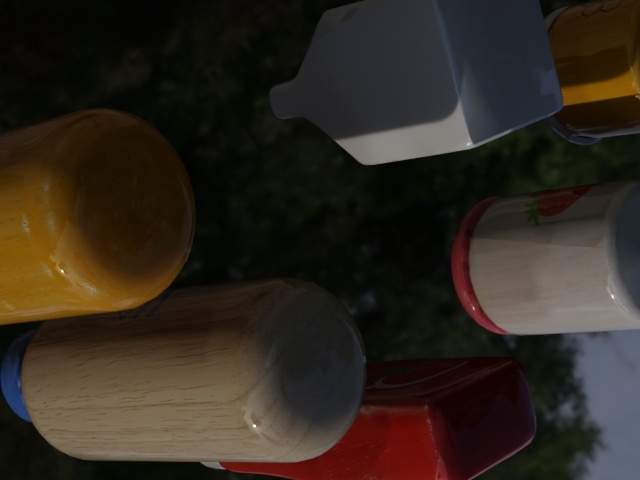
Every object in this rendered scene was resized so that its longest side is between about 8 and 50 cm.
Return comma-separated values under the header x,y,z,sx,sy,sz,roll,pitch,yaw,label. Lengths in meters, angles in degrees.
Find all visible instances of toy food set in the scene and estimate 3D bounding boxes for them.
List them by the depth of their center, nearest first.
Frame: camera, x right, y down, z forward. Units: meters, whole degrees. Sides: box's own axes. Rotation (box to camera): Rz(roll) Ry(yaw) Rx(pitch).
x,y,z,sx,sy,sz,roll,pitch,yaw,label
0.000,0.000,0.432,0.104,0.111,0.232,-7,-168,45,toy food set
